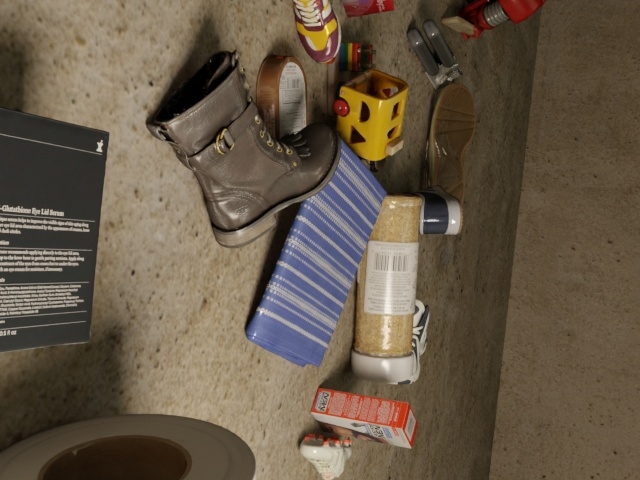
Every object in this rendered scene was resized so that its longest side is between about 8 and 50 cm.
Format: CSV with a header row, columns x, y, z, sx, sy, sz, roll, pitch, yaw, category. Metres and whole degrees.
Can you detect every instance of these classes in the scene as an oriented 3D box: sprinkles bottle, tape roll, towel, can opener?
x,y,z,sx,sy,sz,roll,pitch,yaw,category
0.127,0.087,1.530,0.121,0.121,0.355,-11,105,-66,sprinkles bottle
-0.177,0.279,0.711,0.246,0.246,0.169,-23,116,-64,tape roll
-0.002,0.026,1.259,0.243,0.040,0.335,39,70,-60,towel
0.256,-0.429,1.813,0.283,0.076,0.095,33,33,-64,can opener

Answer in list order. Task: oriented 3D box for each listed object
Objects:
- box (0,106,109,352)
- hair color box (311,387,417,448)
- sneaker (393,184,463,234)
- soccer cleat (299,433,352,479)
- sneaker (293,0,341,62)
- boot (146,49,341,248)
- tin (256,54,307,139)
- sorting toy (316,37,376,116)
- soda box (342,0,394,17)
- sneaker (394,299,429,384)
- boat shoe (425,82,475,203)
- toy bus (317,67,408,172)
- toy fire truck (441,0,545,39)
x,y,z,sx,sy,sz,roll,pitch,yaw,category
-0.281,-0.012,0.583,0.261,0.103,0.184,5,93,-66,box
0.078,0.313,1.408,0.093,0.167,0.053,64,39,-51,hair color box
0.195,-0.064,1.715,0.282,0.153,0.099,-131,-141,-80,sneaker
0.012,0.384,1.405,0.196,0.068,0.076,38,63,-66,soccer cleat
-0.018,-0.352,1.169,0.084,0.070,0.185,-36,119,-63,sneaker
-0.081,-0.138,1.001,0.263,0.091,0.229,-48,139,-30,boot
-0.054,-0.174,1.163,0.106,0.040,0.189,-23,116,-60,tin
0.062,-0.284,1.395,0.274,0.046,0.132,-23,116,-65,sorting toy
0.062,-0.428,1.214,0.263,0.084,0.092,18,64,-81,soda box
0.179,0.199,1.715,0.235,0.094,0.153,-37,127,-60,sneaker
0.299,-0.222,1.913,0.098,0.109,0.302,-160,-108,-73,boat shoe
0.085,-0.178,1.327,0.190,0.104,0.202,-63,155,0,toy bus
0.425,-0.578,1.993,0.158,0.217,0.246,47,52,-23,toy fire truck
